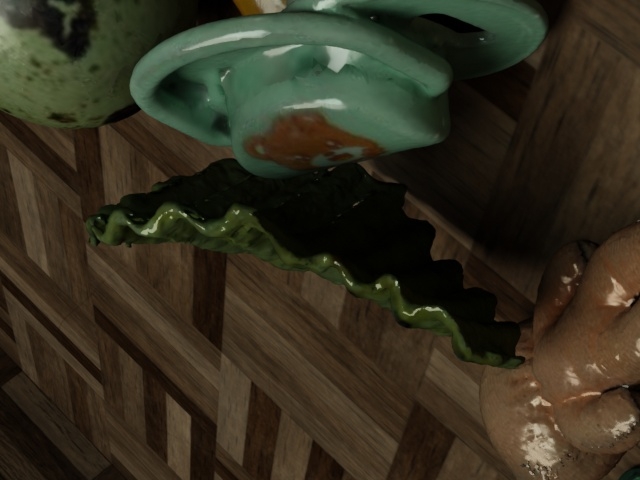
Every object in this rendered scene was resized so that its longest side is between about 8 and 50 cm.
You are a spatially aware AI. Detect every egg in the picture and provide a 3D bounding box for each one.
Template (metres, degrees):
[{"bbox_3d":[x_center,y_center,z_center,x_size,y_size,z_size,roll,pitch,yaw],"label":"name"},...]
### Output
[{"bbox_3d":[-0.273,-0.291,1.147,0.287,0.287,0.379,-9,105,59],"label":"egg"}]

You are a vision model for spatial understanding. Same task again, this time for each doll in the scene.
[{"bbox_3d":[0.256,0.103,1.013,0.303,0.156,0.201,124,149,-47],"label":"doll"}]

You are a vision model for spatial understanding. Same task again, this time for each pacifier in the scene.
[{"bbox_3d":[-0.005,-0.192,0.928,0.343,0.288,0.269,-14,79,34],"label":"pacifier"}]

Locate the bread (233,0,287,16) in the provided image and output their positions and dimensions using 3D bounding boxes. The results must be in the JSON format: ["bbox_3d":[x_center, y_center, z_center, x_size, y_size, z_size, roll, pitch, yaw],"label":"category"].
[{"bbox_3d":[-0.044,-0.232,1.098,0.239,0.074,0.092,55,158,-5],"label":"bread"}]

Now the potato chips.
[{"bbox_3d":[-0.001,-0.001,1.025,0.373,0.097,0.389,18,-168,-1],"label":"potato chips"}]

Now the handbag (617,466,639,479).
[{"bbox_3d":[0.390,0.389,1.180,0.326,0.089,0.238,38,150,22],"label":"handbag"}]
